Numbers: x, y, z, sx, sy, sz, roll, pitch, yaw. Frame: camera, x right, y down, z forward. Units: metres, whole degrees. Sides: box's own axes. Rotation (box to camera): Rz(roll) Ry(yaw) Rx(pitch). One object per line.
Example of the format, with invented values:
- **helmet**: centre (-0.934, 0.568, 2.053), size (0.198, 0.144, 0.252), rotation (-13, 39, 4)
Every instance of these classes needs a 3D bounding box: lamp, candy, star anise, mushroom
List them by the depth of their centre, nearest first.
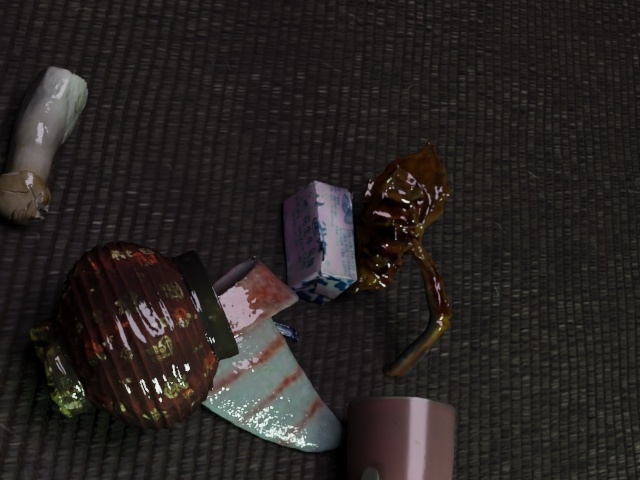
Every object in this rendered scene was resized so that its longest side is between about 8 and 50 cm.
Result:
- **lamp**: centre (-0.223, 0.115, 1.534), size (0.247, 0.247, 0.247), rotation (19, 54, -28)
- **mushroom**: centre (-0.363, -0.121, 1.656), size (0.081, 0.092, 0.223), rotation (39, 52, -35)
- **candy**: centre (0.000, 0.000, 1.858), size (0.073, 0.092, 0.160), rotation (15, 58, -32)
- **star anise**: centre (0.111, 0.023, 1.881), size (0.148, 0.237, 0.346), rotation (1, 83, -7)

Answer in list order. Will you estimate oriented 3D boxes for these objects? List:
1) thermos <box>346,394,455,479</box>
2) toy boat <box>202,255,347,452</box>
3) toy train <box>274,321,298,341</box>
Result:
- **thermos**: centre (0.095, 0.342, 1.690), size (0.176, 0.146, 0.265), rotation (37, 51, -53)
- **toy boat**: centre (-0.071, 0.182, 1.714), size (0.206, 0.096, 0.282), rotation (-41, 106, -31)
- **toy train**: centre (-0.062, 0.122, 1.788), size (0.083, 0.017, 0.017), rotation (20, 55, -28)
